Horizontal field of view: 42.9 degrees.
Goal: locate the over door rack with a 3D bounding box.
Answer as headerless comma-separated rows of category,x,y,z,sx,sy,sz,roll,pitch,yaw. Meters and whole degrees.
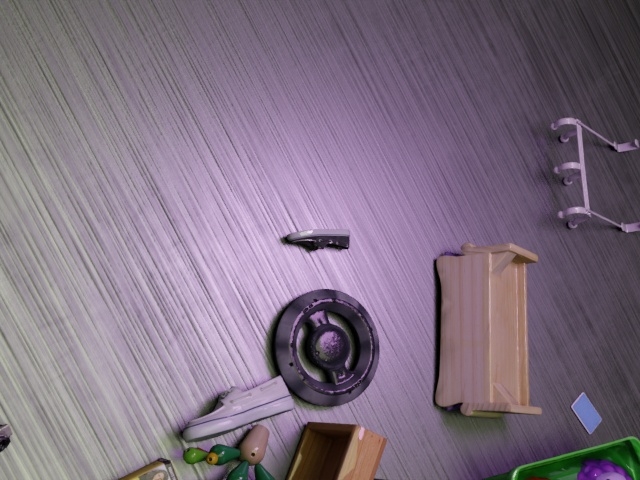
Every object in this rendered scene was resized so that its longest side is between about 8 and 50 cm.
over door rack,0.666,-0.148,1.984,0.324,0.108,0.240,8,76,-41

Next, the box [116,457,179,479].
box,-0.345,0.450,1.349,0.232,0.058,0.087,-20,89,-29

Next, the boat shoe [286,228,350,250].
boat shoe,0.000,0.000,1.630,0.142,0.049,0.040,-2,81,-30

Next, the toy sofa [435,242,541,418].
toy sofa,0.359,0.193,1.736,0.150,0.177,0.363,17,70,-49

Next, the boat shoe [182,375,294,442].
boat shoe,-0.155,0.303,1.477,0.226,0.083,0.076,-9,71,-40

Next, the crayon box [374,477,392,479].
crayon box,0.065,0.591,1.450,0.083,0.203,0.323,4,77,-26

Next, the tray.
tray,-0.025,0.524,1.412,0.076,0.203,0.411,28,69,-19

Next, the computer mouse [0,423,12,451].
computer mouse,-0.613,0.246,1.247,0.188,0.072,0.272,-29,93,-28

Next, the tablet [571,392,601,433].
tablet,0.616,0.400,1.886,0.054,0.006,0.083,-39,99,-28

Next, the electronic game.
electronic game,0.015,0.208,1.592,0.229,0.048,0.229,6,77,-25

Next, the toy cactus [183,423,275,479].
toy cactus,-0.138,0.414,1.449,0.219,0.112,0.180,28,43,0

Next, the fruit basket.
fruit basket,0.554,0.561,1.618,0.392,0.392,0.283,-5,82,-28
